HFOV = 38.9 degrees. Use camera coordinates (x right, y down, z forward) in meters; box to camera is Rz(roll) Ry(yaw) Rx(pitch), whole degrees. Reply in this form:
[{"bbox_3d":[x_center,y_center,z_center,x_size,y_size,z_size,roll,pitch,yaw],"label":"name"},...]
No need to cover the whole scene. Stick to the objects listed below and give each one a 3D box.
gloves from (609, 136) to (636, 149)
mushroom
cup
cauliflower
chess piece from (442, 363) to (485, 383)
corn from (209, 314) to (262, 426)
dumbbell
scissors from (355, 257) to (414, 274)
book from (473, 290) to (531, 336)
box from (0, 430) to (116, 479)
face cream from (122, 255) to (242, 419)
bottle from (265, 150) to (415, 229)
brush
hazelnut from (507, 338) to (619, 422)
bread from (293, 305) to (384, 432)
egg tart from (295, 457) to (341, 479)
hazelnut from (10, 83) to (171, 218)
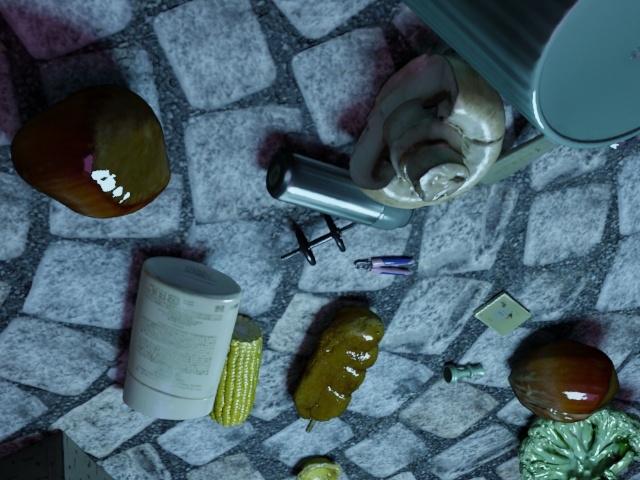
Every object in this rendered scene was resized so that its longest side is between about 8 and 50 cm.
[{"bbox_3d":[0.477,-0.267,1.413,0.119,0.142,0.285,-48,154,-26],"label":"gloves"},{"bbox_3d":[0.184,-0.142,1.371,0.189,0.195,0.253,13,129,-33],"label":"mushroom"},{"bbox_3d":[0.309,-0.351,1.093,0.401,0.392,0.310,-32,139,5],"label":"cup"},{"bbox_3d":[0.611,0.498,2.072,0.272,0.250,0.275,5,134,-20],"label":"cauliflower"},{"bbox_3d":[0.306,0.278,1.913,0.093,0.042,0.042,-3,133,-25],"label":"chess piece"},{"bbox_3d":[-0.160,0.248,1.687,0.093,0.093,0.244,-3,131,-16],"label":"corn"},{"bbox_3d":[0.000,0.000,1.526,0.147,0.069,0.069,-26,134,5],"label":"dumbbell"},{"bbox_3d":[0.115,0.047,1.648,0.113,0.012,0.039,1,131,-19],"label":"scissors"},{"bbox_3d":[0.368,0.149,1.827,0.077,0.014,0.111,-39,132,18],"label":"book"},{"bbox_3d":[-0.498,0.559,1.770,0.190,0.225,0.297,-25,133,4],"label":"box"},{"bbox_3d":[-0.249,0.187,1.591,0.174,0.081,0.348,17,128,1],"label":"face cream"},{"bbox_3d":[0.038,-0.083,1.462,0.254,0.079,0.096,16,87,-28],"label":"bottle"},{"bbox_3d":[0.377,-0.165,1.447,0.085,0.020,0.336,29,141,-28],"label":"brush"},{"bbox_3d":[0.507,0.301,1.904,0.181,0.181,0.212,-29,148,-18],"label":"hazelnut"},{"bbox_3d":[0.025,0.257,1.767,0.124,0.084,0.344,19,126,-5],"label":"bread"},{"bbox_3d":[-0.006,0.515,2.024,0.105,0.039,0.105,-9,133,-10],"label":"egg tart"},{"bbox_3d":[-0.309,-0.127,1.243,0.210,0.210,0.186,26,95,-35],"label":"hazelnut"}]
